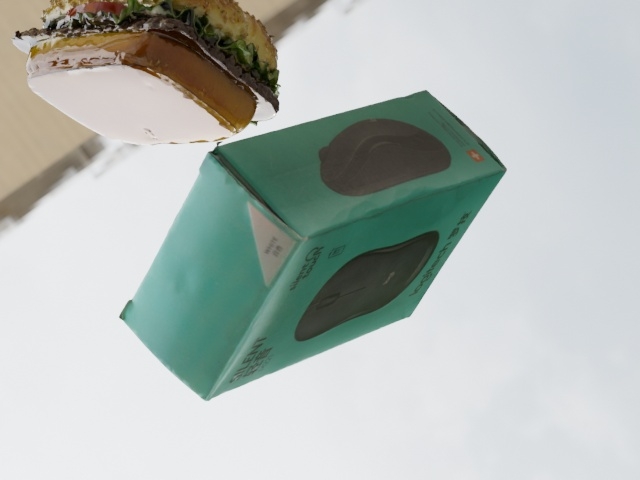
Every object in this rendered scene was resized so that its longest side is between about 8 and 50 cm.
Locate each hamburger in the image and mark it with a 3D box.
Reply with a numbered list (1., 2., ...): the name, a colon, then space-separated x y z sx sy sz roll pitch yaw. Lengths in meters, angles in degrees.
1. hamburger: -0.103 -0.116 1.153 0.137 0.166 0.087 39 -117 -43

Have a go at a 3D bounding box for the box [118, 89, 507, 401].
1. box: 0.000 0.000 1.596 0.118 0.205 0.311 44 -145 22
